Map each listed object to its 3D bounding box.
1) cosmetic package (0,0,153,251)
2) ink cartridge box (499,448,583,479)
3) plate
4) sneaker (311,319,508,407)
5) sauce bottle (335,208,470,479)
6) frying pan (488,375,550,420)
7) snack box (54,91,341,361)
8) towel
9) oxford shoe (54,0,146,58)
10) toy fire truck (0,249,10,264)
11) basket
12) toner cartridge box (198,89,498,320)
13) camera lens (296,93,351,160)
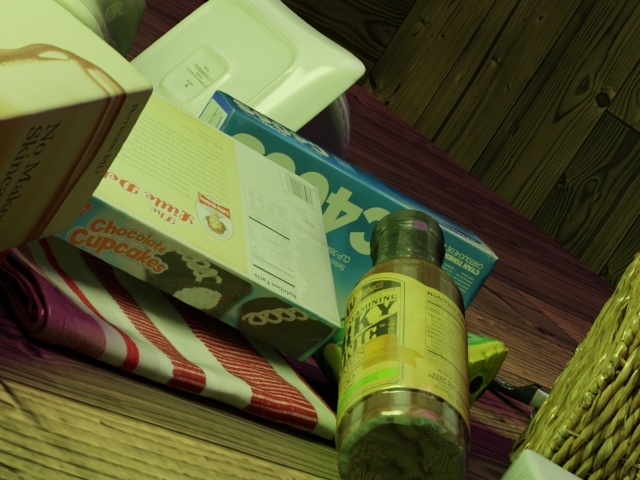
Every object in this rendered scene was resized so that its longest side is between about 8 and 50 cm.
[{"bbox_3d":[-0.263,-0.070,1.194,0.129,0.153,0.296,39,26,13],"label":"cosmetic package"},{"bbox_3d":[0.316,0.337,1.467,0.324,0.071,0.330,31,13,-14],"label":"ink cartridge box"},{"bbox_3d":[-0.127,-0.166,1.907,0.277,0.278,0.045,45,-8,48],"label":"plate"},{"bbox_3d":[0.090,0.111,1.716,0.123,0.109,0.295,42,14,26],"label":"sneaker"},{"bbox_3d":[0.072,0.090,1.507,0.111,0.111,0.344,30,27,-14],"label":"sauce bottle"},{"bbox_3d":[0.293,0.213,2.056,0.197,0.053,0.326,22,18,-49],"label":"frying pan"},{"bbox_3d":[-0.126,-0.037,1.522,0.322,0.060,0.187,30,33,-31],"label":"snack box"},{"bbox_3d":[-0.145,0.058,1.461,0.329,0.037,0.237,25,14,-40],"label":"towel"},{"bbox_3d":[-0.254,-0.199,1.715,0.169,0.130,0.449,32,-17,-4],"label":"oxford shoe"},{"bbox_3d":[-0.322,-0.040,1.340,0.135,0.047,0.192,26,12,-35],"label":"toy fire truck"},{"bbox_3d":[0.353,0.164,1.690,0.223,0.299,0.213,33,1,0],"label":"basket"},{"bbox_3d":[0.000,0.000,1.814,0.348,0.165,0.075,28,12,-25],"label":"toner cartridge box"},{"bbox_3d":[-0.078,-0.149,2.118,0.219,0.219,0.274,31,10,-11],"label":"camera lens"}]
